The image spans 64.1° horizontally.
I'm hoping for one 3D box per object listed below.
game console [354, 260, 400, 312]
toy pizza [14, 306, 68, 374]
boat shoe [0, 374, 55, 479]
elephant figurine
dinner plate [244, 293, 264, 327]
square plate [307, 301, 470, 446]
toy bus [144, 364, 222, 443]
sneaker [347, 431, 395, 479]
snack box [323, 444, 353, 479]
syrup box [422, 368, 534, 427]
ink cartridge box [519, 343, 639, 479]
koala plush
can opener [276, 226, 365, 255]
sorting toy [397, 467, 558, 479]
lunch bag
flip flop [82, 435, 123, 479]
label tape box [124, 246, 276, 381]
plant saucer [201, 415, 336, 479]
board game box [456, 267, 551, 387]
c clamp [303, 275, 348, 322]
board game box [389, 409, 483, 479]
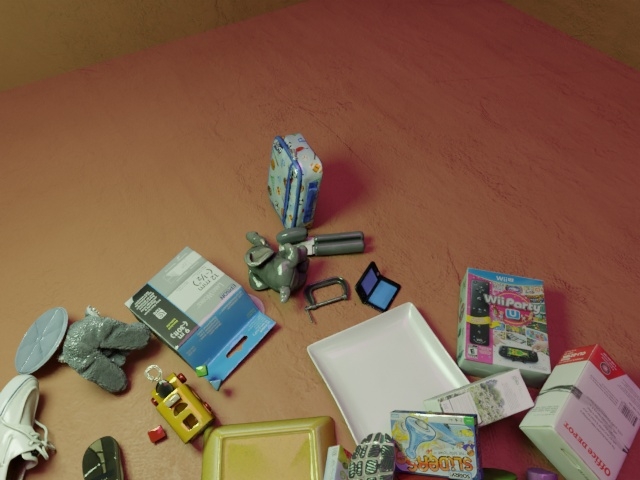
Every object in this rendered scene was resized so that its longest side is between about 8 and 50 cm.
[{"bbox_3d":[0.174,0.140,1.550,0.071,0.107,0.122,1,42,40],"label":"game console"},{"bbox_3d":[-0.766,0.279,1.419,0.201,0.032,0.201,-21,47,24],"label":"toy pizza"},{"bbox_3d":[-0.707,0.499,1.204,0.157,0.135,0.367,2,52,2],"label":"boat shoe"},{"bbox_3d":[-0.167,0.074,1.572,0.240,0.169,0.186,10,8,19],"label":"elephant figurine"},{"bbox_3d":[-0.237,0.213,1.524,0.141,0.017,0.141,-1,50,1],"label":"dinner plate"},{"bbox_3d":[0.188,0.363,1.369,0.344,0.049,0.347,-21,52,-16],"label":"square plate"},{"bbox_3d":[-0.354,0.403,1.269,0.202,0.104,0.190,2,71,-4],"label":"toy bus"},{"bbox_3d":[0.121,0.575,1.146,0.107,0.110,0.275,-5,54,21],"label":"sneaker"},{"bbox_3d":[0.051,0.555,1.162,0.037,0.100,0.141,-28,30,32],"label":"snack box"},{"bbox_3d":[0.385,0.397,1.249,0.237,0.096,0.093,-14,73,-16],"label":"syrup box"},{"bbox_3d":[0.636,0.418,1.227,0.197,0.114,0.273,48,60,1],"label":"ink cartridge box"},{"bbox_3d":[-0.616,0.270,1.380,0.221,0.203,0.196,10,69,46],"label":"koala plush"},{"bbox_3d":[0.000,0.000,1.650,0.284,0.095,0.076,-6,50,4],"label":"can opener"},{"bbox_3d":[0.360,0.592,1.159,0.366,0.127,0.126,0,78,-3],"label":"sorting toy"},{"bbox_3d":[-0.086,-0.188,1.679,0.115,0.303,0.243,-12,49,-21],"label":"lunch bag"},{"bbox_3d":[-0.498,0.583,1.175,0.112,0.080,0.277,-19,37,-10],"label":"flip flop"},{"bbox_3d":[-0.340,0.206,1.454,0.348,0.115,0.249,31,63,26],"label":"label tape box"},{"bbox_3d":[-0.117,0.565,1.178,0.333,0.081,0.332,-4,49,-4],"label":"plant saucer"},{"bbox_3d":[0.509,0.239,1.443,0.224,0.097,0.303,9,50,7],"label":"board game box"},{"bbox_3d":[0.018,0.173,1.556,0.161,0.022,0.137,-21,47,-15],"label":"c clamp"},{"bbox_3d":[0.260,0.462,1.165,0.201,0.035,0.136,-9,80,32],"label":"board game box"}]
